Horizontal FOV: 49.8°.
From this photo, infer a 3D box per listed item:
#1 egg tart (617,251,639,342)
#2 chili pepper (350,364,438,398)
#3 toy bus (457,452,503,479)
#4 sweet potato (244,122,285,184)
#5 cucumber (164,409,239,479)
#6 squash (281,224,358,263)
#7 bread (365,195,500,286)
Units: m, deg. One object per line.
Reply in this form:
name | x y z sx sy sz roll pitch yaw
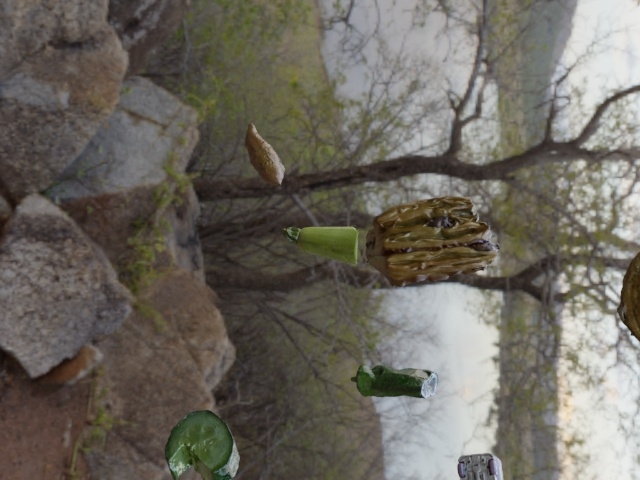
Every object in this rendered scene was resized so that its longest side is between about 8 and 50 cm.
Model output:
egg tart | 0.756 0.127 1.361 0.120 0.314 0.315 -33 121 -66
chili pepper | 0.213 0.437 2.124 0.136 0.270 0.099 -37 123 -55
toy bus | 0.534 0.819 2.271 0.142 0.141 0.203 55 31 -48
sweet potato | -0.122 -0.180 1.471 0.068 0.060 0.206 15 38 -47
cucumber | -0.309 0.561 1.850 0.130 0.191 0.191 85 12 -51
squash | 0.002 -0.001 1.665 0.075 0.200 0.090 -47 143 -57
bread | 0.269 -0.015 1.766 0.370 0.313 0.192 -86 166 -84
